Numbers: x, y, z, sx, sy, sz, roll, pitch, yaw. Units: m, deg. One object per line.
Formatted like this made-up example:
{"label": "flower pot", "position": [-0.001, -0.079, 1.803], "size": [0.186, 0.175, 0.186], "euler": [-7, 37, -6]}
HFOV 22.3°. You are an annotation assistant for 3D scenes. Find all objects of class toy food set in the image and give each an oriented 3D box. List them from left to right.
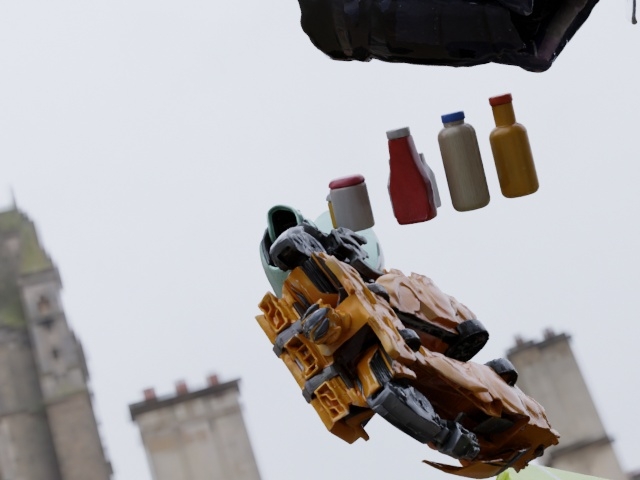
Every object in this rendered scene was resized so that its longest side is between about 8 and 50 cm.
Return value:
{"label": "toy food set", "position": [0.094, -0.076, 1.651], "size": [0.232, 0.104, 0.111], "euler": [-9, 8, 31]}

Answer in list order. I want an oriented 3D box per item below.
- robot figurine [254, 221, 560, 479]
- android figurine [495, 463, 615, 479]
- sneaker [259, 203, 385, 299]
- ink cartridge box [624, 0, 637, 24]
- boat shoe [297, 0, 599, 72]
{"label": "robot figurine", "position": [0.062, 0.091, 1.173], "size": [0.085, 0.211, 0.291], "euler": [-44, -31, 16]}
{"label": "android figurine", "position": [0.273, 0.277, 1.560], "size": [0.273, 0.248, 0.056], "euler": [13, -79, -34]}
{"label": "sneaker", "position": [0.000, 0.000, 1.727], "size": [0.094, 0.256, 0.151], "euler": [-15, -60, 14]}
{"label": "ink cartridge box", "position": [0.255, -0.287, 1.286], "size": [0.045, 0.224, 0.223], "euler": [-6, 9, 10]}
{"label": "boat shoe", "position": [0.131, -0.231, 0.978], "size": [0.158, 0.340, 0.127], "euler": [14, -28, 31]}
